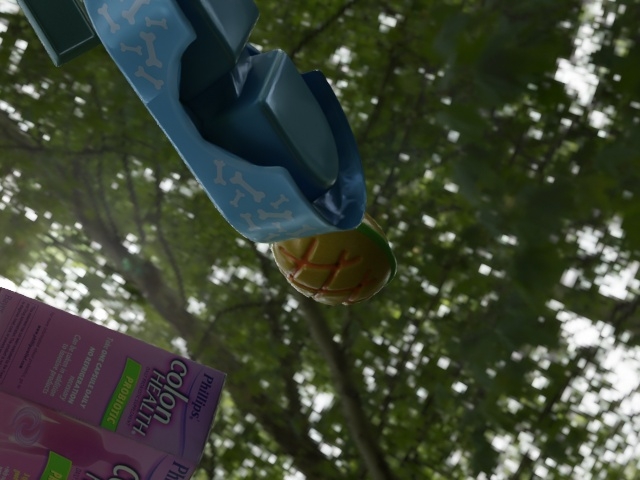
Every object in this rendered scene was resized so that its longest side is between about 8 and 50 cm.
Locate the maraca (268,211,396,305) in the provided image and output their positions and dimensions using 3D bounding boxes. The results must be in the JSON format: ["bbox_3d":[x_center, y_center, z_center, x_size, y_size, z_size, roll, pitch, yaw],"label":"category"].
[{"bbox_3d":[0.000,0.000,1.255,0.185,0.127,0.099,44,-137,-36],"label":"maraca"}]

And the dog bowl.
[{"bbox_3d":[-0.070,-0.122,0.912,0.297,0.074,0.166,56,-155,-23],"label":"dog bowl"}]

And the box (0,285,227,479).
[{"bbox_3d":[-0.249,0.192,1.253,0.213,0.243,0.117,120,169,-45],"label":"box"}]

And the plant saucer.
[{"bbox_3d":[-0.335,-0.305,1.476,0.067,0.018,0.192,-31,-88,-11],"label":"plant saucer"}]
